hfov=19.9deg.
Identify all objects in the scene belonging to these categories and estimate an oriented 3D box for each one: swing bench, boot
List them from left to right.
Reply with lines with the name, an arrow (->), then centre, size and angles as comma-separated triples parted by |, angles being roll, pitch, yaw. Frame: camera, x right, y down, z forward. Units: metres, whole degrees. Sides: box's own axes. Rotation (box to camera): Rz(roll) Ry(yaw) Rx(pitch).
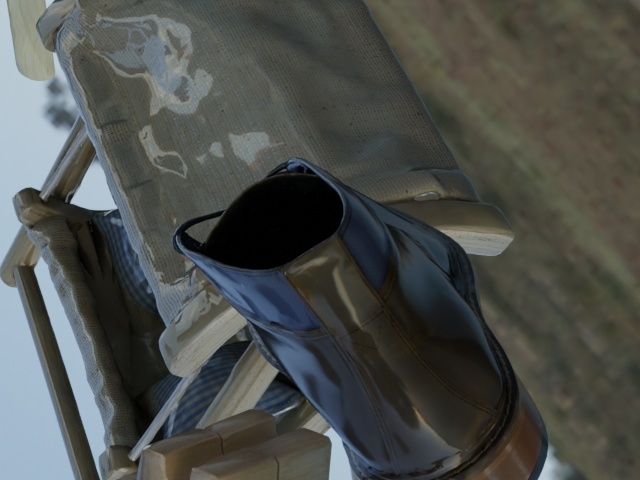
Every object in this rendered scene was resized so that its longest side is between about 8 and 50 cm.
swing bench -> -0.051, 0.003, 0.931 | 0.165, 0.255, 0.253 | -5, -137, -22
boot -> 0.000, 0.000, 0.607 | 0.106, 0.082, 0.219 | 56, 177, -30

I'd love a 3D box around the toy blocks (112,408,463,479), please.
toy blocks -> -0.136, 0.189, 0.410 | 0.288, 0.260, 0.309 | 15, -161, 36

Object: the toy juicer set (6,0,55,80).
toy juicer set -> -0.314, -0.211, 1.203 | 0.329, 0.209, 0.089 | -1, -141, -32
